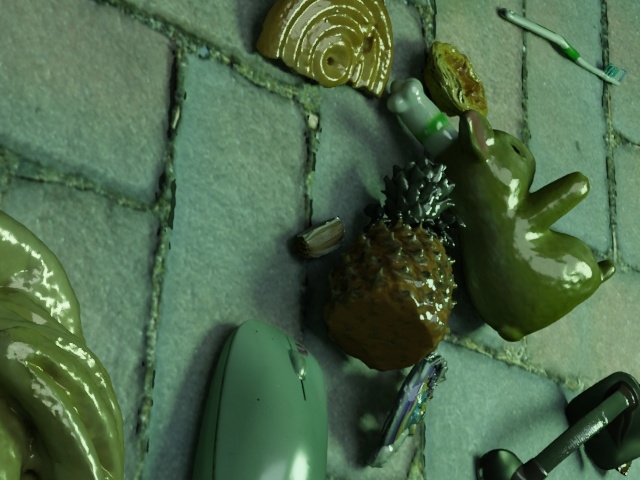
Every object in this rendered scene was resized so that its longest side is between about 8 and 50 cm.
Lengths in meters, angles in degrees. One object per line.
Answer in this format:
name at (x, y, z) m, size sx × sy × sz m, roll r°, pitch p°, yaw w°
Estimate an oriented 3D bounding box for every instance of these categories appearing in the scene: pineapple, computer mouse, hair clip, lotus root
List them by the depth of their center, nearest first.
computer mouse at (-0.049, 0.221, 1.588) m, size 0.159 × 0.097 × 0.288 m, roll 34°, pitch 54°, yaw -33°
lotus root at (-0.002, 0.000, 1.764) m, size 0.083 × 0.030 × 0.037 m, roll -29°, pitch 101°, yaw -48°
hair clip at (0.102, 0.188, 1.776) m, size 0.172 × 0.049 × 0.116 m, roll -50°, pitch 153°, yaw -51°
pineapple at (0.092, 0.011, 1.786) m, size 0.158 × 0.157 × 0.279 m, roll 43°, pitch 41°, yaw -30°

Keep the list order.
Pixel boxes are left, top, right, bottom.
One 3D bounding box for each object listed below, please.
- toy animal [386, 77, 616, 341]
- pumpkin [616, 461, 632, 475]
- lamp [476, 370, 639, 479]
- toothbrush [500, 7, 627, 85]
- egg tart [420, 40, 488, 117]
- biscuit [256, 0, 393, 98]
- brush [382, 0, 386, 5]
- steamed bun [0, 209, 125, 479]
toy animal at (0.234, -0.060, 1.932) m, size 0.180 × 0.181 × 0.363 m, roll -24°, pitch 100°, yaw -31°
pumpkin at (0.413, 0.278, 2.134) m, size 0.073 × 0.035 × 0.101 m, roll 41°, pitch 52°, yaw -17°
lamp at (0.362, 0.305, 1.964) m, size 0.283 × 0.124 × 0.203 m, roll -23°, pitch 78°, yaw -49°
toothbrush at (0.371, -0.293, 2.285) m, size 0.304 × 0.030 × 0.030 m, roll 19°, pitch 64°, yaw -41°
egg tart at (0.176, -0.209, 2.006) m, size 0.130 × 0.052 × 0.130 m, roll 42°, pitch 31°, yaw -33°
biscuit at (0.023, -0.257, 1.840) m, size 0.224 × 0.033 × 0.144 m, roll 18°, pitch 93°, yaw -47°
brush at (0.064, -0.435, 1.961) m, size 0.084 × 0.071 × 0.301 m, roll 36°, pitch 52°, yaw -48°
steamed bun at (-0.303, 0.148, 1.234) m, size 0.324 × 0.230 × 0.372 m, roll 26°, pitch 61°, yaw -37°
